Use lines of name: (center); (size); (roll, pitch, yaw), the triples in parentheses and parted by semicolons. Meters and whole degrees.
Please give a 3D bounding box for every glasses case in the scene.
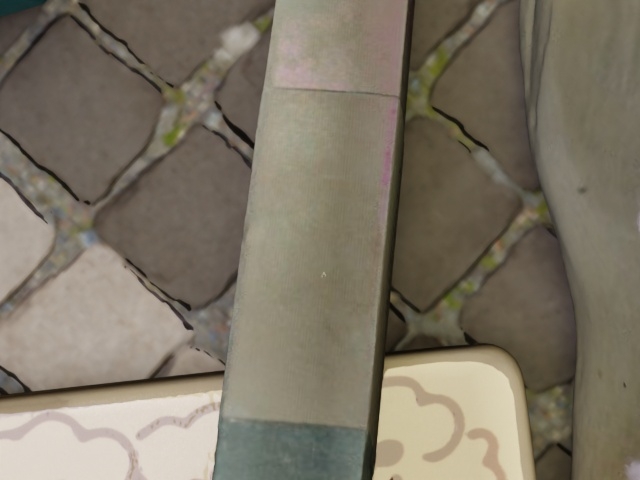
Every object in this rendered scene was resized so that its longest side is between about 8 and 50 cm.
glasses case: (-0.063, 0.136, 0.803); (0.337, 0.076, 0.144); (-8, 89, 2)

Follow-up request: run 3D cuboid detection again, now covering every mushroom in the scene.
mushroom: (0.166, 0.022, 0.789); (0.159, 0.122, 0.328); (4, 88, 39)

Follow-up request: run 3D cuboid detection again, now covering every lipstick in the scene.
lipstick: (0.000, 0.000, 0.754); (0.068, 0.066, 0.317); (3, 68, 7)

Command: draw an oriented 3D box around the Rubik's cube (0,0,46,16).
Rubik's cube: (-0.258, -0.179, 0.751); (0.213, 0.224, 0.265); (-16, 94, 3)
